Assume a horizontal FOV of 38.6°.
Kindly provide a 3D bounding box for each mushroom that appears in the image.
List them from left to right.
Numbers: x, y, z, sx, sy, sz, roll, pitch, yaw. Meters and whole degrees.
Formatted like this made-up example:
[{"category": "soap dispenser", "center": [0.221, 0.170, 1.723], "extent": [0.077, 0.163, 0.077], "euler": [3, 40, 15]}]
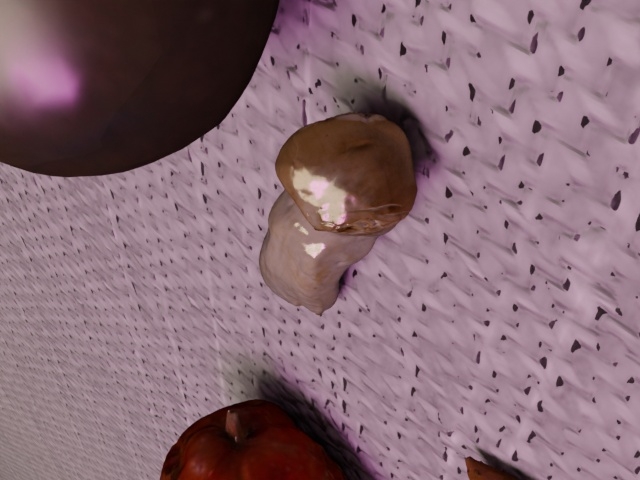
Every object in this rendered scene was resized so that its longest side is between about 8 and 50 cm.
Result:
[{"category": "mushroom", "center": [-0.002, -0.002, 0.474], "extent": [0.059, 0.054, 0.202], "euler": [50, 158, 7]}]

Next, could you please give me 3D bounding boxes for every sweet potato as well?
[{"category": "sweet potato", "center": [0.119, 0.159, 0.524], "extent": [0.095, 0.034, 0.034], "euler": [41, 152, 33]}]

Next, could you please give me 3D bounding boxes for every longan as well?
[{"category": "longan", "center": [-0.098, -0.110, 0.363], "extent": [0.189, 0.189, 0.189], "euler": [34, 148, 24]}]

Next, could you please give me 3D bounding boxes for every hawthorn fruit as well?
[{"category": "hawthorn fruit", "center": [-0.045, 0.213, 0.702], "extent": [0.173, 0.173, 0.179], "euler": [-26, 78, 60]}]
